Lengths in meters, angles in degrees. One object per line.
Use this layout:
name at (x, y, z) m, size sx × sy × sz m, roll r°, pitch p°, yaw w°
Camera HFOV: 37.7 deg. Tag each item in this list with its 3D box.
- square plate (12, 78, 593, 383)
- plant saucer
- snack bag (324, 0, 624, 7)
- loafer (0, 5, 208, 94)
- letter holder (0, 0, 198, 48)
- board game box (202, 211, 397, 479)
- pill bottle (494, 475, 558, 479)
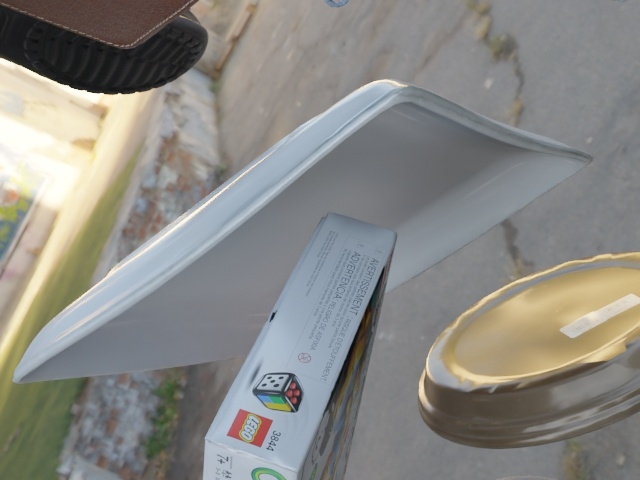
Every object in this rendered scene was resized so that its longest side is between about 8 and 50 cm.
square plate at (0.000, 0.000, 0.700) m, size 0.347 × 0.344 × 0.049 m, roll -34°, pitch 72°, yaw 27°
plant saucer at (0.207, 0.082, 0.811) m, size 0.278 × 0.041 × 0.278 m, roll -24°, pitch 14°, yaw 6°
snack bag at (0.081, -0.186, 0.326) m, size 0.323 × 0.343 × 0.037 m, roll -43°, pitch 57°, yaw 59°
loafer at (-0.272, -0.243, 0.889) m, size 0.134 × 0.366 × 0.130 m, roll -36°, pitch 56°, yaw 42°
letter holder at (-0.205, -0.268, 0.599) m, size 0.214 × 0.302 × 0.151 m, roll -17°, pitch 59°, yaw 54°
board game box at (-0.021, 0.157, 0.606) m, size 0.193 × 0.053 × 0.305 m, roll -62°, pitch -15°, yaw -48°
pill bottle at (0.138, 0.419, 0.860) m, size 0.229 × 0.229 × 0.407 m, roll -86°, pitch 17°, yaw -51°
